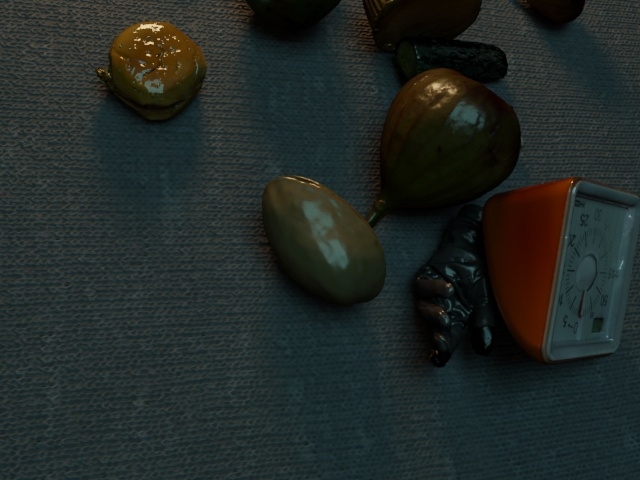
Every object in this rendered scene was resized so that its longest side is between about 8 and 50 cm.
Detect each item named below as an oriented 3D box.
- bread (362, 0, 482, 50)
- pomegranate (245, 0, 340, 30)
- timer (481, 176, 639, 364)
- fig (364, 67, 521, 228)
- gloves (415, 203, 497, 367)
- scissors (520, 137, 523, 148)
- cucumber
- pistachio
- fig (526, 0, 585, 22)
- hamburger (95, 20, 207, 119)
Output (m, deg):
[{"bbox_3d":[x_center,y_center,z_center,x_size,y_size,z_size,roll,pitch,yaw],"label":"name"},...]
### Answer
[{"bbox_3d":[0.168,-0.408,1.203,0.199,0.199,0.104,-10,72,-20],"label":"bread"},{"bbox_3d":[-0.032,-0.451,1.179,0.181,0.181,0.224,36,42,-1],"label":"pomegranate"},{"bbox_3d":[0.365,0.051,1.062,0.257,0.161,0.250,5,79,-47],"label":"timer"},{"bbox_3d":[0.146,-0.110,1.099,0.321,0.217,0.217,-44,86,-4],"label":"fig"},{"bbox_3d":[0.214,0.070,1.075,0.142,0.119,0.286,26,50,3],"label":"gloves"},{"bbox_3d":[0.257,-0.205,1.237,0.204,0.027,0.101,23,67,-4],"label":"scissors"},{"bbox_3d":[0.236,-0.322,1.242,0.211,0.062,0.078,-9,62,-26],"label":"cucumber"},{"bbox_3d":[0.000,0.000,1.027,0.136,0.136,0.226,-38,84,-25],"label":"pistachio"},{"bbox_3d":[0.443,-0.473,1.369,0.119,0.153,0.119,-5,97,-45],"label":"fig"},{"bbox_3d":[-0.251,-0.259,1.080,0.138,0.083,0.147,38,61,5],"label":"hamburger"}]
